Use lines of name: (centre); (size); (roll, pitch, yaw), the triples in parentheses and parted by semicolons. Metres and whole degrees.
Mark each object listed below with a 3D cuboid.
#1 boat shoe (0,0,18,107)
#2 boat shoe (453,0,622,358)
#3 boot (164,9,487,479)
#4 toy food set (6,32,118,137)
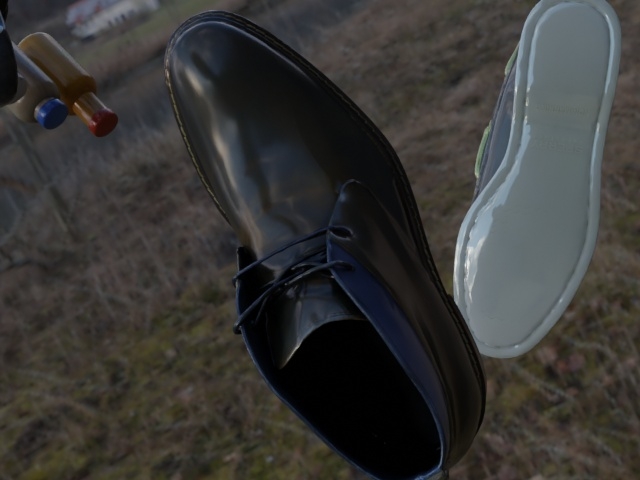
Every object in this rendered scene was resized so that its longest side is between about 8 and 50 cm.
boat shoe: (-0.117, -0.076, 0.357); (0.040, 0.049, 0.142); (1, 34, -17)
boat shoe: (0.183, -0.052, 0.958); (0.109, 0.305, 0.091); (13, 5, 6)
boot: (0.000, 0.000, 0.455); (0.082, 0.219, 0.106); (-34, 2, 10)
toy food set: (-0.214, -0.163, 0.831); (0.111, 0.104, 0.232); (-36, -22, -29)
